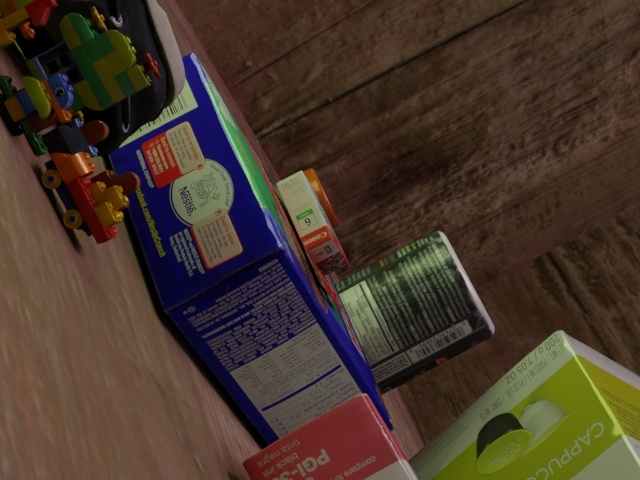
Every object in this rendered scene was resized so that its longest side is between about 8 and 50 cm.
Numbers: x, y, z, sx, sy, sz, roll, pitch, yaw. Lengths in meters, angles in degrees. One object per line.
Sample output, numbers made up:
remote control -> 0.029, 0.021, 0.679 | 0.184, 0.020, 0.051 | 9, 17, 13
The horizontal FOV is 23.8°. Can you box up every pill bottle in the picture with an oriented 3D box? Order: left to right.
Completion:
pill bottle -> 0.052, 0.100, 1.635 | 0.130, 0.245, 0.130 | 61, 5, -8

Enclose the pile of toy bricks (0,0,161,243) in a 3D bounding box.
pile of toy bricks -> -0.167, -0.111, 1.077 | 0.212, 0.105, 0.118 | 62, 3, -2

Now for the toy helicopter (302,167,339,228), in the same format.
toy helicopter -> -0.006, 0.077, 2.005 | 0.355, 0.140, 0.235 | 66, -1, -68

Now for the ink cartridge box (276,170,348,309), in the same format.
ink cartridge box -> 0.000, 0.000, 1.371 | 0.115, 0.029, 0.063 | 65, 4, 26

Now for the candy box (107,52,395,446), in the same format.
candy box -> -0.066, 0.031, 1.413 | 0.268, 0.122, 0.317 | 65, 3, 40

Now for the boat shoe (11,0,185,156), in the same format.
boat shoe -> -0.209, -0.200, 1.156 | 0.127, 0.113, 0.340 | 14, -35, 26

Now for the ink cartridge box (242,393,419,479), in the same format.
ink cartridge box -> 0.067, 0.288, 1.204 | 0.283, 0.117, 0.207 | 60, -2, 24

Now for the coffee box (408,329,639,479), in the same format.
coffee box -> 0.295, 0.365, 1.600 | 0.338, 0.337, 0.334 | 30, 23, -37
